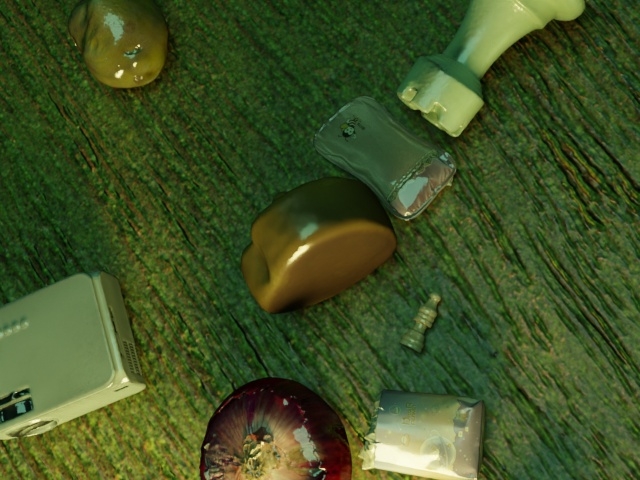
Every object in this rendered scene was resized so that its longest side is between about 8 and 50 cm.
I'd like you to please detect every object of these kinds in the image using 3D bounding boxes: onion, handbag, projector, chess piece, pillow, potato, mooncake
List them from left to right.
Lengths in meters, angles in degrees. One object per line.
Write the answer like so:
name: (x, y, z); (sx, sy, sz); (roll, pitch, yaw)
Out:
projector: (-0.423, 0.186, 1.385); (0.250, 0.108, 0.198); (-23, 70, 8)
potato: (-0.348, -0.361, 1.500); (0.154, 0.137, 0.200); (-44, 64, 35)
onion: (-0.059, 0.316, 1.213); (0.248, 0.161, 0.248); (-9, 63, 19)
mooncake: (0.000, 0.000, 1.253); (0.235, 0.235, 0.117); (-35, 66, 5)
pillow: (0.099, -0.135, 1.353); (0.130, 0.038, 0.232); (-46, 66, -3)
handbag: (0.139, 0.270, 1.202); (0.173, 0.095, 0.117); (3, 73, 14)
chess piece: (0.152, 0.118, 1.272); (0.035, 0.035, 0.092); (25, 80, 21)
chess piece: (0.245, -0.308, 1.290); (0.194, 0.194, 0.299); (39, 97, 22)
